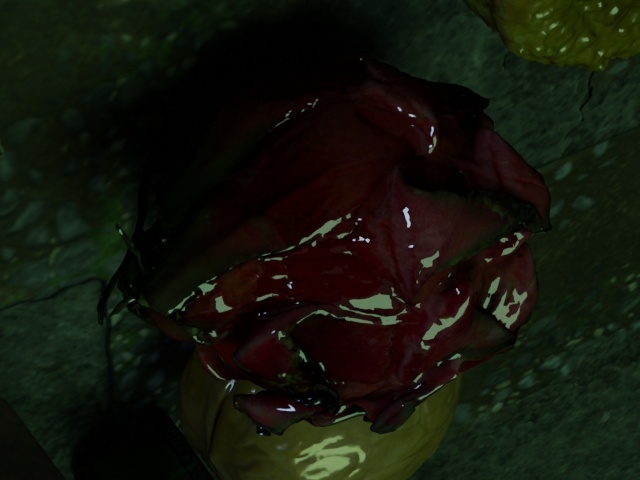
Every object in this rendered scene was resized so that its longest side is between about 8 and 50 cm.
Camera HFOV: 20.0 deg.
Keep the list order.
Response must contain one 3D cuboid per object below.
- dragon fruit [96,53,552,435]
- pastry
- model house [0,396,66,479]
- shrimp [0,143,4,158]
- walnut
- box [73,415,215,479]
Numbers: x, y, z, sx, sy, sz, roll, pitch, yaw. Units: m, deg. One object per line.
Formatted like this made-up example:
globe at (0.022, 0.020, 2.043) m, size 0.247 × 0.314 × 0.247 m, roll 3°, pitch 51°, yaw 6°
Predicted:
dragon fruit at (0.000, 0.000, 1.024) m, size 0.293 × 0.234 × 0.234 m, roll -4°, pitch 136°, yaw -54°
pastry at (0.154, -0.188, 1.041) m, size 0.188 × 0.103 × 0.189 m, roll -25°, pitch 147°, yaw -18°
model house at (-0.300, 0.196, 1.071) m, size 0.326 × 0.169 × 0.244 m, roll -18°, pitch 137°, yaw -27°
shrimp at (-0.244, -0.006, 0.958) m, size 0.180 × 0.041 × 0.099 m, roll -43°, pitch 147°, yaw 11°
walnut at (0.004, 0.097, 1.210) m, size 0.197 × 0.165 × 0.165 m, roll -30°, pitch 151°, yaw -38°
box at (-0.054, 0.297, 1.267) m, size 0.084 × 0.198 × 0.310 m, roll -29°, pitch 117°, yaw -10°
